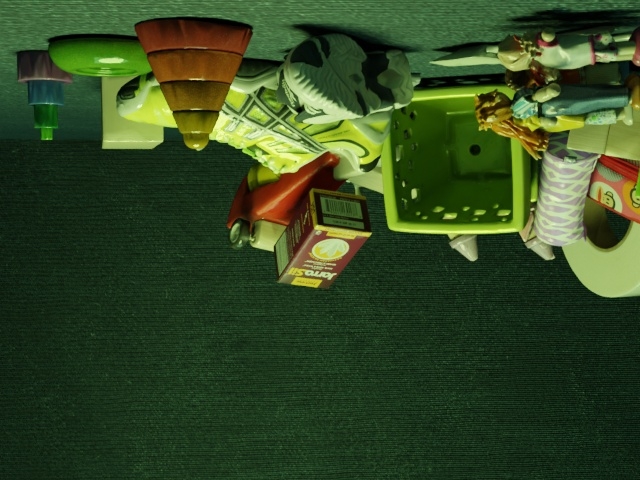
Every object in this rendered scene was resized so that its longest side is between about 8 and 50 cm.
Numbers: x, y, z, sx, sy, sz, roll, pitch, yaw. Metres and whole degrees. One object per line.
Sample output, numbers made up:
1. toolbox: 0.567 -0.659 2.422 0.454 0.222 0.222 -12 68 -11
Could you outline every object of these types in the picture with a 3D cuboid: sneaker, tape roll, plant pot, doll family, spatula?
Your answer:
1. sneaker: -0.080 -0.164 1.199 0.385 0.147 0.145 0 -175 -12
2. tape roll: 0.584 -0.081 1.720 0.072 0.391 0.392 -1 -176 -15
3. sneaker: -0.009 -0.177 1.017 0.153 0.094 0.235 -8 -171 32
4. plant pot: 0.238 -0.143 1.431 0.228 0.227 0.207 1 -166 26
5. doll family: 0.249 -0.149 0.940 0.163 0.118 0.263 -2 -179 15
6. spatula: 0.264 -0.217 1.019 0.168 0.019 0.242 -2 -176 -39

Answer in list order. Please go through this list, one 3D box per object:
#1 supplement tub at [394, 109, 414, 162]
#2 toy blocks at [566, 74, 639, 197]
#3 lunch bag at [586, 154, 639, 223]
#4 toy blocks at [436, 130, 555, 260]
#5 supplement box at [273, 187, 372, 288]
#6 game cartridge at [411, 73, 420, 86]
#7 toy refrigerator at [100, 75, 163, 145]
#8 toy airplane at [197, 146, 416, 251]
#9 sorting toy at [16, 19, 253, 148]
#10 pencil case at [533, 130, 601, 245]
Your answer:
1. supplement tub: 0.178 -0.227 1.919 0.191 0.116 0.117 -1 -176 -18
2. toy blocks: 0.501 -0.165 1.214 0.382 0.190 0.261 11 -164 16
3. lunch bag: 0.585 -0.120 1.391 0.293 0.120 0.258 -27 -137 -25
4. toy blocks: 0.383 -0.081 1.662 0.309 0.260 0.288 -30 174 18
5. supplement box: 0.000 0.000 1.534 0.104 0.080 0.188 8 144 -22
6. game cartridge: 0.115 -0.238 1.320 0.056 0.017 0.083 -4 -176 -5
7. toy refrigerator: -0.291 -0.197 1.367 0.094 0.102 0.269 -1 -177 -14
8. toy airplane: -0.023 -0.161 1.608 0.385 0.272 0.386 -10 146 5
9. sorting toy: -0.223 -0.161 0.988 0.366 0.126 0.127 2 -176 40
10. pencil case: 0.386 -0.082 1.386 0.088 0.206 0.086 3 -131 9
